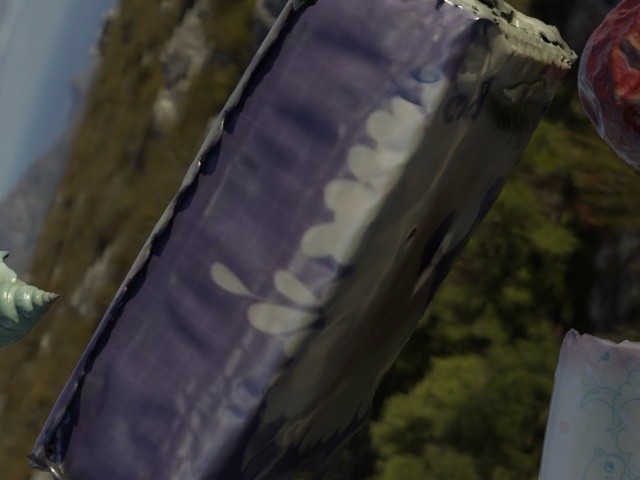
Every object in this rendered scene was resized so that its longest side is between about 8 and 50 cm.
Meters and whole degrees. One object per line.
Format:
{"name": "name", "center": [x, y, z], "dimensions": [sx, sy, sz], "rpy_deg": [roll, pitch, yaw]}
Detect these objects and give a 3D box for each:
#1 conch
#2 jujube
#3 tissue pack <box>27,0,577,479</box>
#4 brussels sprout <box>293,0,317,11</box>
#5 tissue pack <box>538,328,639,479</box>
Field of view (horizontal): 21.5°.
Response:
{"name": "conch", "center": [-0.307, 0.056, 1.556], "dimensions": [0.180, 0.065, 0.088], "rpy_deg": [-9, 92, 33]}
{"name": "jujube", "center": [0.289, -0.136, 1.174], "dimensions": [0.230, 0.155, 0.155], "rpy_deg": [-39, 26, 24]}
{"name": "tissue pack", "center": [0.000, 0.000, 0.967], "dimensions": [0.343, 0.125, 0.242], "rpy_deg": [-60, -17, 10]}
{"name": "brussels sprout", "center": [-0.004, -0.183, 0.606], "dimensions": [0.181, 0.100, 0.139], "rpy_deg": [65, 171, -6]}
{"name": "tissue pack", "center": [0.239, 0.224, 1.390], "dimensions": [0.201, 0.124, 0.271], "rpy_deg": [48, -127, -74]}
